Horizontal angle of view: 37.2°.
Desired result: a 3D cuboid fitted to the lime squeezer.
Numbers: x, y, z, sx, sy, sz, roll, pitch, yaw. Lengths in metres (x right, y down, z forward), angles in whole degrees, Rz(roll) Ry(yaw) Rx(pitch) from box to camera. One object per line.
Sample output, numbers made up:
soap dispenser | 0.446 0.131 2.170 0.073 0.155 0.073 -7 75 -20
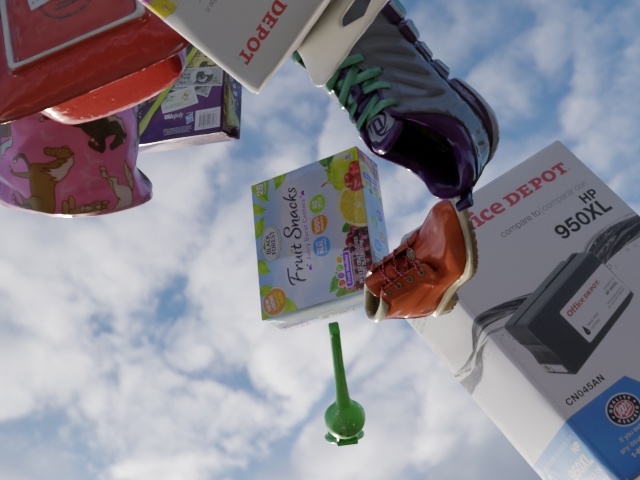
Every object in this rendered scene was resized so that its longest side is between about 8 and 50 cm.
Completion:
lime squeezer | 0.024 0.240 1.333 0.058 0.110 0.310 -22 -32 -12

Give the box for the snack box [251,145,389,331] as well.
snack box | 0.000 0.000 1.288 0.174 0.207 0.070 -18 -28 25

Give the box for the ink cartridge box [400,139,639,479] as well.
ink cartridge box | 0.318 0.103 1.214 0.285 0.395 0.166 -31 -26 -21

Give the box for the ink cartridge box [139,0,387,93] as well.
ink cartridge box | -0.029 -0.141 0.395 0.092 0.143 0.090 -46 7 40

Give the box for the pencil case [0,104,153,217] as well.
pencil case | -0.235 -0.209 0.879 0.167 0.160 0.386 -17 -66 -48

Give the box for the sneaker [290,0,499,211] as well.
sneaker | 0.033 -0.115 0.651 0.223 0.098 0.083 37 -57 -8

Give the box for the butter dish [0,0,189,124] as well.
butter dish | -0.160 -0.149 0.705 0.160 0.160 0.118 -21 -29 8

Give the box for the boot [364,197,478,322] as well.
boot | 0.083 0.022 0.819 0.084 0.059 0.158 -8 -36 -16

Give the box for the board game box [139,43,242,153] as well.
board game box | -0.257 -0.210 1.218 0.056 0.346 0.208 15 -108 -63
